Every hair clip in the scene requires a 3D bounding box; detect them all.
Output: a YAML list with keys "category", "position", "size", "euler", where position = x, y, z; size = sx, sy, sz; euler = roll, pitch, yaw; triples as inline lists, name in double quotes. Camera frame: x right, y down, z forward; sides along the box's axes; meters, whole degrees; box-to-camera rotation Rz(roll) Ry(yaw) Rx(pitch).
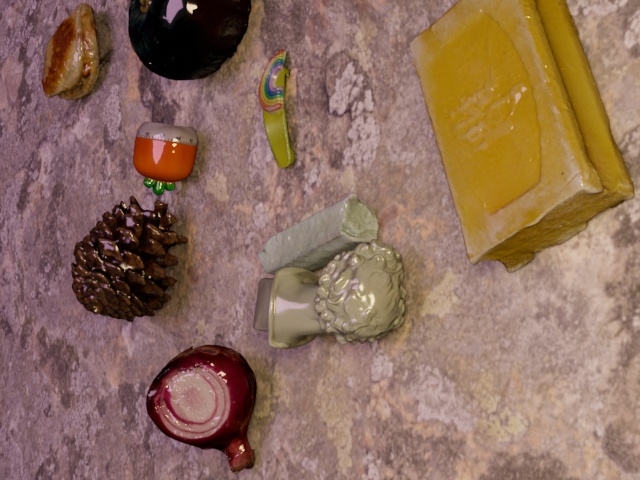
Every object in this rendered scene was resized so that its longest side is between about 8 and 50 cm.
- category: "hair clip"
  position: [-0.068, -0.198, 1.722]
  size: [0.060, 0.033, 0.188]
  euler: [-28, 61, 46]

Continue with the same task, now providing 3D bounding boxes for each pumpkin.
- category: "pumpkin"
  position: [-0.219, -0.374, 1.846]
  size: [0.233, 0.163, 0.233]
  euler: [-19, 66, 50]

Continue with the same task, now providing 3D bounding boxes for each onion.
- category: "onion"
  position: [-0.155, 0.247, 1.681]
  size: [0.173, 0.135, 0.198]
  euler: [-30, 98, 25]

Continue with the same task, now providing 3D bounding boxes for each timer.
- category: "timer"
  position: [-0.263, -0.138, 1.908]
  size: [0.136, 0.099, 0.136]
  euler: [1, 91, 63]

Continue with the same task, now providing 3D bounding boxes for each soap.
- category: "soap"
  position: [0.221, -0.145, 1.303]
  size: [0.199, 0.091, 0.315]
  euler: [-35, 57, 41]

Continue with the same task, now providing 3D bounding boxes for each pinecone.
- category: "pinecone"
  position: [-0.322, 0.033, 1.883]
  size: [0.184, 0.179, 0.205]
  euler: [-13, 45, 39]

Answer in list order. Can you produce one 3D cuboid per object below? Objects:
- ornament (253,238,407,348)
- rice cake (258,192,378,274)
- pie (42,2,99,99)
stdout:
- category: "ornament"
  position: [-0.001, 0.087, 1.508]
  size: [0.285, 0.120, 0.130]
  euler: [-20, 69, 49]
- category: "rice cake"
  position: [0.000, 0.000, 1.570]
  size: [0.206, 0.069, 0.063]
  euler: [-24, 62, 44]
- category: "pie"
  position: [-0.500, -0.376, 2.262]
  size: [0.205, 0.084, 0.179]
  euler: [-24, 64, 50]
